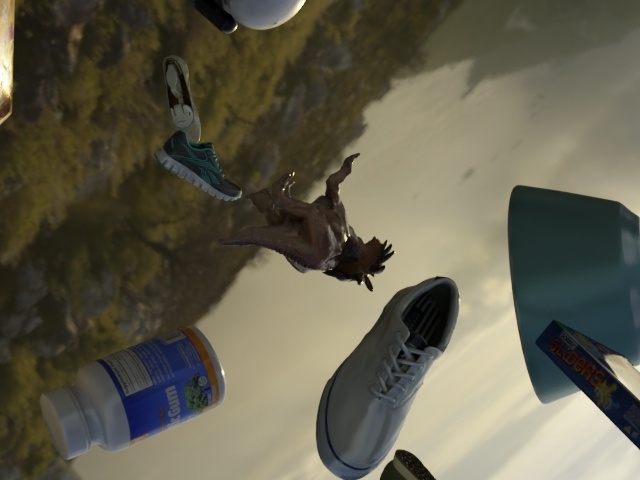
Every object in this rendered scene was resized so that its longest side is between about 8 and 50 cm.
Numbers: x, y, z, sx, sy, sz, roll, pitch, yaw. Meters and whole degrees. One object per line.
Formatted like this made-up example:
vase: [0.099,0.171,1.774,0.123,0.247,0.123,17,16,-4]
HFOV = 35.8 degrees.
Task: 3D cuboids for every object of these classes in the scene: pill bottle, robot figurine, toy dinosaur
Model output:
pill bottle: [-0.305,0.252,1.611,0.272,0.152,0.152,-21,159,-29]
robot figurine: [-0.138,-0.484,1.682,0.174,0.278,0.209,-38,163,-20]
toy dinosaur: [0.000,0.000,1.418,0.127,0.200,0.296,-23,178,38]

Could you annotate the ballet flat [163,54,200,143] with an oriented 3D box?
ballet flat: [-0.258,-0.253,1.790,0.057,0.168,0.052,-14,178,10]

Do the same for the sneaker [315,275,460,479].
sneaker: [0.073,0.132,1.047,0.091,0.094,0.258,-53,-173,51]

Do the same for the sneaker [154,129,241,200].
sneaker: [-0.195,-0.128,1.676,0.076,0.167,0.065,-55,-153,7]

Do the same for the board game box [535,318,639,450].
board game box: [0.319,0.167,0.989,0.136,0.201,0.035,26,105,-37]

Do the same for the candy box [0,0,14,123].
candy box: [-0.392,-0.206,1.123,0.109,0.053,0.186,-72,178,-54]

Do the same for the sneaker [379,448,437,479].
sneaker: [0.153,0.408,1.471,0.064,0.192,0.086,10,121,-49]

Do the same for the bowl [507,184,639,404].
bowl: [0.371,0.064,1.367,0.163,0.311,0.311,-9,-179,20]
